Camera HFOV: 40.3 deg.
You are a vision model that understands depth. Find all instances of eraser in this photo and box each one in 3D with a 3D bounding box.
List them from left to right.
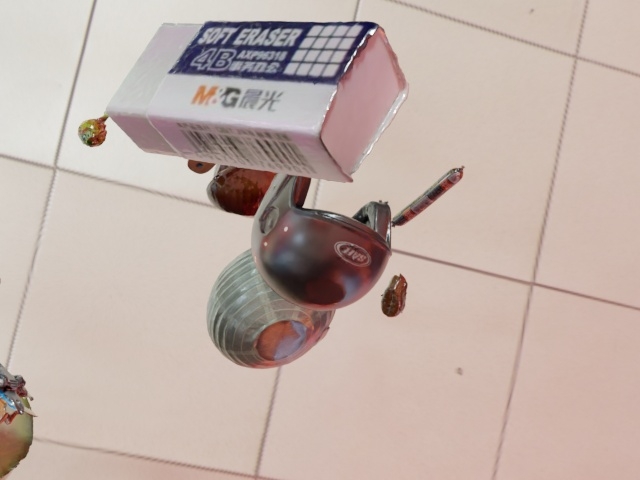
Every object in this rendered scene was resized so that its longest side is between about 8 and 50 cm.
[{"bbox_3d":[-0.069,-0.138,0.827,0.130,0.287,0.086,-61,139,-23],"label":"eraser"}]

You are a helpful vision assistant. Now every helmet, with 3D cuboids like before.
[{"bbox_3d":[0.000,0.000,1.216,0.189,0.216,0.193,27,85,-28],"label":"helmet"}]

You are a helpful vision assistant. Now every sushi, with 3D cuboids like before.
[{"bbox_3d":[0.163,0.124,1.898,0.061,0.118,0.060,36,44,12],"label":"sushi"}]

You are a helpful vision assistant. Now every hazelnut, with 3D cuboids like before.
[{"bbox_3d":[-0.150,-0.136,1.890,0.160,0.202,0.170,42,124,-15],"label":"hazelnut"}]

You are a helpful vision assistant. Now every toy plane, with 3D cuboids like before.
[{"bbox_3d":[-0.526,0.215,1.404,0.062,0.135,0.188,-39,66,5],"label":"toy plane"}]

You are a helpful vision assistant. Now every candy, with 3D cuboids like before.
[{"bbox_3d":[-0.453,-0.272,1.849,0.060,0.060,0.201,32,49,-10],"label":"candy"}]

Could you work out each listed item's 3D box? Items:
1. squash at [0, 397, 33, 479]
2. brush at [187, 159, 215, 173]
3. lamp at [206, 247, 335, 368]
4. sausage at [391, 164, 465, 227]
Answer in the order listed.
[{"bbox_3d":[-0.705,0.395,1.582,0.263,0.384,0.263,26,43,-27],"label":"squash"},{"bbox_3d":[-0.141,-0.244,1.613,0.070,0.065,0.327,29,124,-31],"label":"brush"},{"bbox_3d":[-0.090,0.113,1.625,0.233,0.233,0.265,31,115,-10],"label":"lamp"},{"bbox_3d":[0.174,-0.070,1.426,0.028,0.198,0.025,22,53,-20],"label":"sausage"}]
